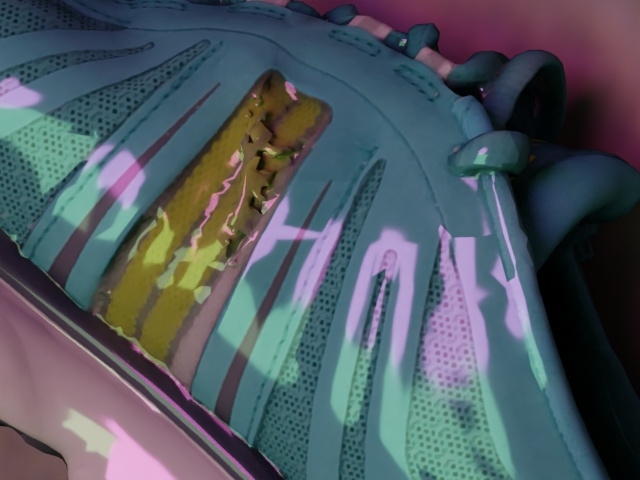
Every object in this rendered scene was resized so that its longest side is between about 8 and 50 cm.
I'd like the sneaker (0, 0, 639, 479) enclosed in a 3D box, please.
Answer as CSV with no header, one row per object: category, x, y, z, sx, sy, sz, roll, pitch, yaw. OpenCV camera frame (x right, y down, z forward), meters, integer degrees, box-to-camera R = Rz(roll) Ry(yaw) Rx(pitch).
sneaker,0.000,0.000,0.355,0.110,0.107,0.275,-43,82,20
